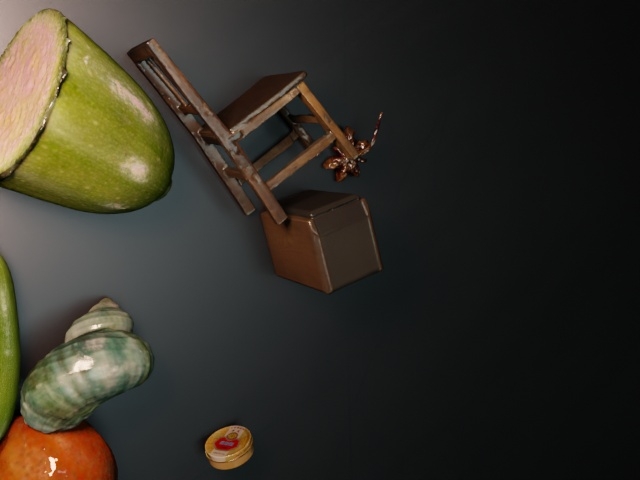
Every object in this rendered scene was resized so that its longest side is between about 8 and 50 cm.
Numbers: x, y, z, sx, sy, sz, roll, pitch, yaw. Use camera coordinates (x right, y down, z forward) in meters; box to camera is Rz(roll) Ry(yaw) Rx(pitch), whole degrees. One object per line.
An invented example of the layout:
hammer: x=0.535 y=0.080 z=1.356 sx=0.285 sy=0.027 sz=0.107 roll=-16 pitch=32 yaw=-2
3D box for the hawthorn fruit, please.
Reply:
hawthorn fruit: x=-0.504 y=0.414 z=1.187 sx=0.210 sy=0.210 sz=0.262 roll=-37 pitch=87 yaw=-21

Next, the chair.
chair: x=-0.149 y=-0.273 z=1.299 sx=0.240 sy=0.203 sz=0.416 roll=-41 pitch=116 yaw=-15

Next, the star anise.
star anise: x=0.086 y=-0.220 z=1.510 sx=0.097 sy=0.070 sz=0.191 roll=28 pitch=94 yaw=-20

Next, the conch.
conch: x=-0.420 y=0.226 z=1.203 sx=0.195 sy=0.220 sz=0.277 roll=68 pitch=21 yaw=-51

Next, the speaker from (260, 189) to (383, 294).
speaker: x=0.000 y=0.000 z=1.398 sx=0.153 sy=0.230 sz=0.193 roll=-22 pitch=107 yaw=-27

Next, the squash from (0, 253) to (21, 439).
squash: x=-0.589 y=0.175 z=1.140 sx=0.107 sy=0.107 sz=0.395 roll=-3 pitch=91 yaw=-30

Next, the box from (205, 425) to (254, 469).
box: x=-0.198 y=0.452 z=1.413 sx=0.105 sy=0.105 sz=0.037 roll=-22 pitch=114 yaw=-26

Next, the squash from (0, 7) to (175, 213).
squash: x=-0.392 y=-0.192 z=1.136 sx=0.308 sy=0.310 sz=0.311 roll=22 pitch=85 yaw=-46
